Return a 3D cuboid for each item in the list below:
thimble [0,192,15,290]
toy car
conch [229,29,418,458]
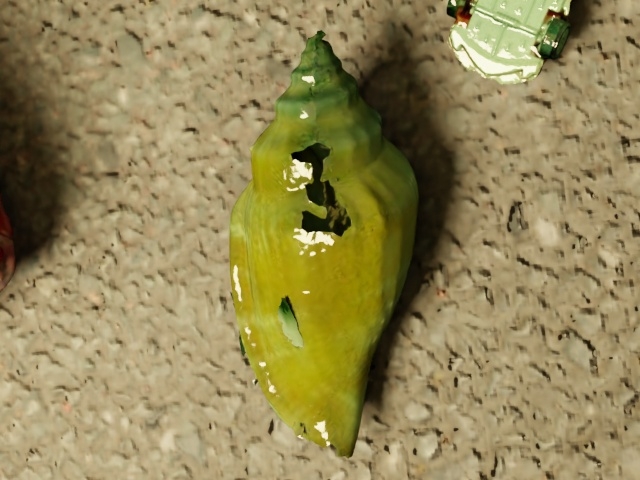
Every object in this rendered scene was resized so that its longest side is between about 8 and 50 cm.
[{"bbox_3d":[-0.259,-0.025,0.744,0.125,0.163,0.189,-38,82,14],"label":"thimble"},{"bbox_3d":[0.103,-0.133,0.690,0.059,0.035,0.122,25,109,15],"label":"toy car"},{"bbox_3d":[-0.001,-0.001,0.714,0.095,0.079,0.201,26,110,33],"label":"conch"}]
